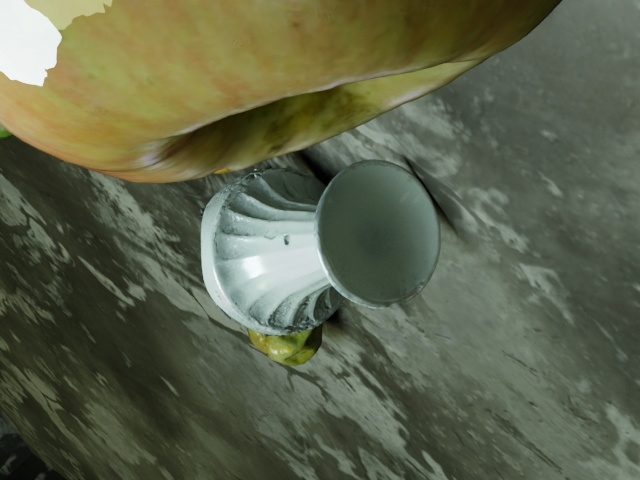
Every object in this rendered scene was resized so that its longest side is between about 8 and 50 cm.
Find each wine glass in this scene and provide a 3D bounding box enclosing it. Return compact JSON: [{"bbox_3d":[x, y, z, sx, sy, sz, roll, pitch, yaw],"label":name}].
[{"bbox_3d":[0.000,0.000,1.298,0.165,0.165,0.196,53,151,-13],"label":"wine glass"}]

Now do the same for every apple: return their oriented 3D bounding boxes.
[{"bbox_3d":[-0.050,-0.221,0.728,0.391,0.391,0.347,-19,92,66],"label":"apple"}]

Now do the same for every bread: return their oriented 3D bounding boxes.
[{"bbox_3d":[-0.044,0.041,1.525,0.098,0.087,0.269,36,155,25],"label":"bread"}]

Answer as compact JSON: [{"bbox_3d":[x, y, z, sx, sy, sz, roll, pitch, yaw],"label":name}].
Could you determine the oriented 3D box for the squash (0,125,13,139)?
[{"bbox_3d":[-0.237,-0.224,1.138,0.234,0.309,0.210,48,158,-1],"label":"squash"}]
